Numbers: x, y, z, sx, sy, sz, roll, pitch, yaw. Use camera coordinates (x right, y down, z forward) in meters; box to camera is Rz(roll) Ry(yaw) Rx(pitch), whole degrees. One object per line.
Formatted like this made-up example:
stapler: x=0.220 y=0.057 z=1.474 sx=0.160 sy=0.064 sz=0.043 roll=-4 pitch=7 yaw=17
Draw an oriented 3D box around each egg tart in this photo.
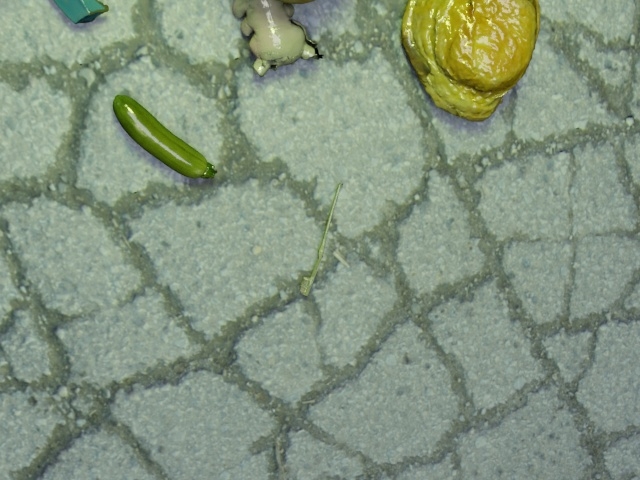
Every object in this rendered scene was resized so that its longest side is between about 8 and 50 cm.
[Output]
egg tart: x=0.341 y=-0.457 z=1.359 sx=0.339 sy=0.153 sz=0.351 roll=33 pitch=97 yaw=-19

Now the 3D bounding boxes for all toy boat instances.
toy boat: x=-0.478 y=-0.502 z=1.176 sx=0.075 sy=0.077 sz=0.185 roll=-16 pitch=120 yaw=37

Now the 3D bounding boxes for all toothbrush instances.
toothbrush: x=0.006 y=0.001 z=1.493 sx=0.028 sy=0.026 sz=0.294 roll=20 pitch=103 yaw=-4

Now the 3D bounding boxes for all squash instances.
squash: x=-0.332 y=-0.205 z=1.313 sx=0.258 sy=0.069 sz=0.069 roll=40 pitch=95 yaw=-23

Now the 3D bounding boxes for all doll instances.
doll: x=-0.093 y=-0.437 z=1.281 sx=0.149 sy=0.095 sz=0.192 roll=-26 pitch=110 yaw=-7

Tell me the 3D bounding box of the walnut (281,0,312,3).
walnut: x=-0.052 y=-0.576 z=1.132 sx=0.277 sy=0.282 sz=0.253 roll=37 pitch=95 yaw=11
